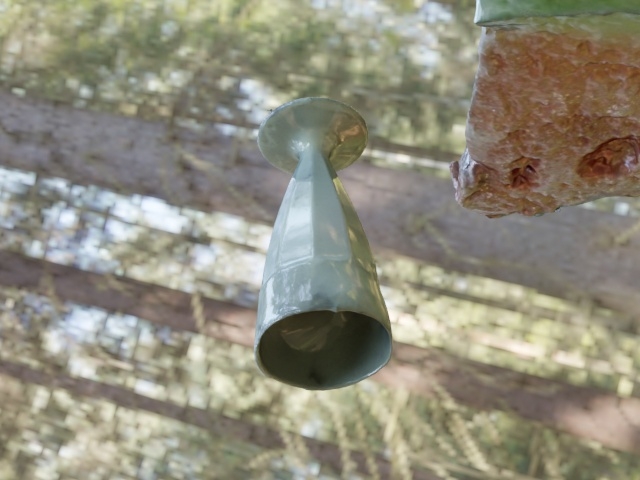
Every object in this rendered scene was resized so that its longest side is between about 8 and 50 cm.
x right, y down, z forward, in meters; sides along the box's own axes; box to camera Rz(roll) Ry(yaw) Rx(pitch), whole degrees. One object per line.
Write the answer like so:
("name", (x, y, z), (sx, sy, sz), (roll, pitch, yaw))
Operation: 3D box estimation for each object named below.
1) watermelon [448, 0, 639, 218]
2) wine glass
("watermelon", (0.086, -0.052, 0.469), (0.121, 0.097, 0.158), (-67, -9, -64))
("wine glass", (0.000, 0.000, 0.880), (0.073, 0.073, 0.155), (60, -159, -45))
